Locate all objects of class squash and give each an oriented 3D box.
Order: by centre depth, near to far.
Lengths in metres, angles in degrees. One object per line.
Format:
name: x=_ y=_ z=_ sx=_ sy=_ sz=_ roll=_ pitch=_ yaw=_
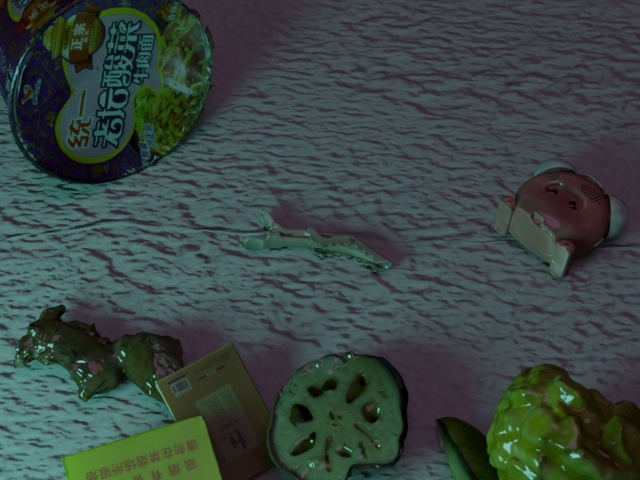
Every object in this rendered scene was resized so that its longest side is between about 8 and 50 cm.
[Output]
squash: x=0.221 y=0.348 z=1.357 sx=0.093 sy=0.169 sz=0.252 roll=-7 pitch=21 yaw=-8

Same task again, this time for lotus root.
lotus root: x=0.029 y=0.250 z=1.397 sx=0.183 sy=0.078 sz=0.203 roll=3 pitch=50 yaw=15

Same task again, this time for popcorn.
popcorn: x=0.315 y=0.254 z=1.301 sx=0.173 sy=0.286 sz=0.225 roll=-55 pitch=43 yaw=10

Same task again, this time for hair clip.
hair clip: x=0.000 y=0.000 z=1.602 sx=0.226 sy=0.034 sz=0.072 roll=9 pitch=54 yaw=6

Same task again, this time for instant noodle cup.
instant noodle cup: x=-0.372 y=-0.296 z=1.671 sx=0.340 sy=0.339 sz=0.266 roll=-28 pitch=48 yaw=-18

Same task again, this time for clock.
clock: x=0.368 y=-0.047 z=1.599 sx=0.162 sy=0.092 sz=0.166 roll=-36 pitch=61 yaw=-26

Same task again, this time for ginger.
ginger: x=-0.277 y=0.171 z=1.449 sx=0.290 sy=0.084 sz=0.122 roll=18 pitch=50 yaw=12

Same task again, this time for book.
book: x=-0.128 y=0.236 z=1.400 sx=0.118 sy=0.012 sz=0.172 roll=-26 pitch=84 yaw=-17

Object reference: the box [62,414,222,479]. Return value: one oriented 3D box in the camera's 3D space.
box: x=-0.182 y=0.395 z=1.280 sx=0.187 sy=0.047 sz=0.335 roll=-16 pitch=65 yaw=-11
